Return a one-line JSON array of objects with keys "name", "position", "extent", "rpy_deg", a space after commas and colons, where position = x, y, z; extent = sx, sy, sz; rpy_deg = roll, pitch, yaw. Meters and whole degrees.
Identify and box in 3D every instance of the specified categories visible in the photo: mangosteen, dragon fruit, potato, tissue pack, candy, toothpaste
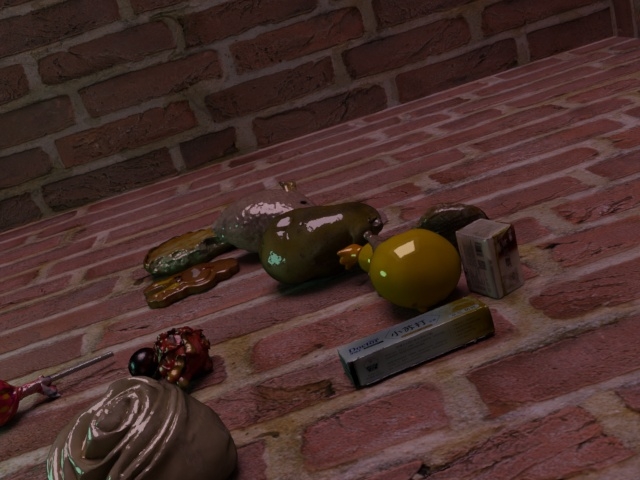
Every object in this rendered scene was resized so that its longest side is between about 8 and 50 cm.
[{"name": "mangosteen", "position": [-0.414, 0.294, 1.692], "extent": [0.080, 0.081, 0.081], "rpy_deg": [-15, 21, 6]}, {"name": "dragon fruit", "position": [-0.315, 0.268, 1.620], "extent": [0.133, 0.150, 0.208], "rpy_deg": [-44, 24, 11]}, {"name": "potato", "position": [0.000, -0.003, 1.928], "extent": [0.350, 0.203, 0.218], "rpy_deg": [-20, -13, 16]}, {"name": "tissue pack", "position": [0.383, 0.038, 1.616], "extent": [0.099, 0.149, 0.106], "rpy_deg": [-27, 23, -26]}, {"name": "candy", "position": [-0.678, 0.346, 1.742], "extent": [0.365, 0.124, 0.124], "rpy_deg": [-22, 20, -32]}, {"name": "toothpaste", "position": [0.194, 0.205, 1.458], "extent": [0.312, 0.071, 0.089], "rpy_deg": [-21, 17, -9]}]

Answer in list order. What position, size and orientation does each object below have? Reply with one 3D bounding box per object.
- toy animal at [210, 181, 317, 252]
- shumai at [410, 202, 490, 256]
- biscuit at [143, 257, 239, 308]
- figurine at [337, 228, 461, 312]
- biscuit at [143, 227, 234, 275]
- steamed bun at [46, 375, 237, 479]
[{"name": "toy animal", "position": [-0.162, -0.061, 2.230], "extent": [0.358, 0.188, 0.226], "rpy_deg": [-2, 30, 6]}, {"name": "shumai", "position": [0.333, -0.040, 1.847], "extent": [0.209, 0.161, 0.153], "rpy_deg": [-28, 18, 25]}, {"name": "biscuit", "position": [-0.391, 0.118, 2.173], "extent": [0.295, 0.044, 0.186], "rpy_deg": [-23, 23, -15]}, {"name": "figurine", "position": [0.182, 0.058, 1.706], "extent": [0.215, 0.187, 0.343], "rpy_deg": [-13, 10, -24]}, {"name": "biscuit", "position": [-0.418, 0.027, 2.389], "extent": [0.335, 0.078, 0.329], "rpy_deg": [-10, 19, 17]}, {"name": "steamed bun", "position": [-0.334, 0.355, 1.264], "extent": [0.309, 0.220, 0.324], "rpy_deg": [-28, 23, -29]}]
